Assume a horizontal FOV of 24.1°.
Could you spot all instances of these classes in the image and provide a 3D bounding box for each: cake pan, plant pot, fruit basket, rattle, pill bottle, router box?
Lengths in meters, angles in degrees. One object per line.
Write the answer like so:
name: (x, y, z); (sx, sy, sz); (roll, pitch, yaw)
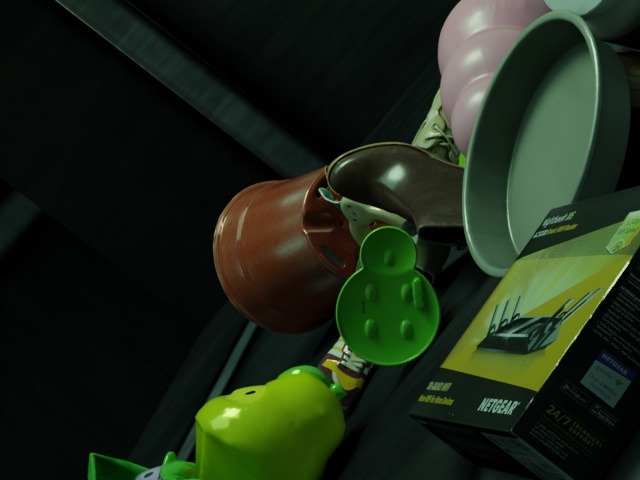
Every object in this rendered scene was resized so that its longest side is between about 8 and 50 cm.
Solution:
cake pan: (0.241, -0.098, 1.604); (0.293, 0.054, 0.293); (-167, 90, -71)
plant pot: (0.000, 0.000, 2.475); (0.272, 0.272, 0.265); (-56, 15, -27)
fruit basket: (-0.140, 0.300, 1.835); (0.392, 0.282, 0.392); (-160, 90, -82)
rattle: (0.052, -0.002, 2.256); (0.143, 0.199, 0.130); (-54, 6, -16)
pill bottle: (0.336, -0.284, 1.687); (0.221, 0.124, 0.124); (1, -44, -53)
router box: (0.207, 0.076, 1.247); (0.243, 0.081, 0.309); (-53, 6, -10)

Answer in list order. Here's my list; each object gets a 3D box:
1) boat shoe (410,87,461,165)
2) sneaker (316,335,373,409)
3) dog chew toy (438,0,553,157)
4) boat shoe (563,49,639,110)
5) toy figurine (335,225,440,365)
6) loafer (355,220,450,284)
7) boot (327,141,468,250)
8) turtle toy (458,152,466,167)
boat shoe: (0.210, -0.166, 2.493); (0.302, 0.109, 0.098); (-55, 9, 39)
sneaker: (0.045, 0.154, 2.037); (0.084, 0.069, 0.185); (-55, 5, 29)
dog chew toy: (0.253, -0.215, 2.046); (0.206, 0.206, 0.332); (-48, 15, 35)
boat shoe: (0.319, -0.168, 1.748); (0.341, 0.121, 0.110); (-140, 53, -76)
toy figurine: (0.093, 0.066, 1.920); (0.159, 0.130, 0.173); (-16, -75, -82)
loafer: (0.105, 0.047, 2.073); (0.251, 0.094, 0.087); (126, 166, -60)
boot: (0.126, -0.054, 1.911); (0.207, 0.248, 0.090); (-76, -9, -70)
turtle toy: (0.238, -0.120, 2.175); (0.130, 0.066, 0.095); (-164, 89, -80)
